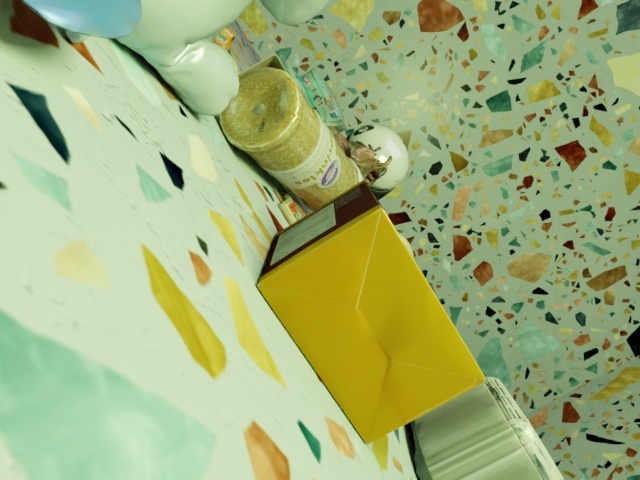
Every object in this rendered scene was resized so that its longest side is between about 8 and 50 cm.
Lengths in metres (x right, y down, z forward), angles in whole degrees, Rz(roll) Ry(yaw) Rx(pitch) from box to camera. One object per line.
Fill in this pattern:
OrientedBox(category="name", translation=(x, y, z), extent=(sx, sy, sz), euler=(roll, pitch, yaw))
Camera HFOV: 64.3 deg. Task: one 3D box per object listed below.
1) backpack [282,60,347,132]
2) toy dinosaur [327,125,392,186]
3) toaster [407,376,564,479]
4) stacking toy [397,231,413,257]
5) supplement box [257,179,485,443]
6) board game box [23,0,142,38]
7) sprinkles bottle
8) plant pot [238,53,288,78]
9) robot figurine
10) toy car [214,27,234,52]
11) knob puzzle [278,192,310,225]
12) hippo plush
OrientedBox(category="backpack", translation=(-0.052, -0.353, 1.372), extent=(0.254, 0.191, 0.225), euler=(54, 8, 5))
OrientedBox(category="toy dinosaur", translation=(0.025, -0.185, 1.096), extent=(0.296, 0.200, 0.127), euler=(62, 8, 29))
OrientedBox(category="toaster", translation=(0.204, 0.273, 0.655), extent=(0.129, 0.146, 0.227), euler=(58, 8, -2))
OrientedBox(category="stacking toy", translation=(0.106, 0.092, 0.862), extent=(0.141, 0.141, 0.330), euler=(57, 13, -16))
OrientedBox(category="supplement box", translation=(0.048, 0.060, 0.542), extent=(0.191, 0.129, 0.194), euler=(57, 8, -12))
OrientedBox(category="board game box", translation=(-0.183, -0.174, 0.286), extent=(0.168, 0.033, 0.133), euler=(40, 29, -32))
OrientedBox(category="sprinkles bottle", translation=(-0.026, -0.135, 0.823), extent=(0.121, 0.121, 0.355), euler=(62, 10, 21))
OrientedBox(category="plant pot", translation=(-0.110, -0.297, 1.056), extent=(0.109, 0.109, 0.096), euler=(59, -5, 1))
OrientedBox(category="robot figurine", translation=(0.092, -0.170, 1.268), extent=(0.173, 0.278, 0.209), euler=(28, 54, -20))
OrientedBox(category="toy car", translation=(-0.191, -0.401, 1.111), extent=(0.122, 0.060, 0.040), euler=(51, 40, -9))
OrientedBox(category="knob puzzle", translation=(0.000, 0.000, 0.852), extent=(0.213, 0.030, 0.213), euler=(57, 7, -11))
OrientedBox(category="hippo plush", translation=(-0.108, -0.291, 0.491), extent=(0.234, 0.236, 0.294), euler=(60, 7, 6))
